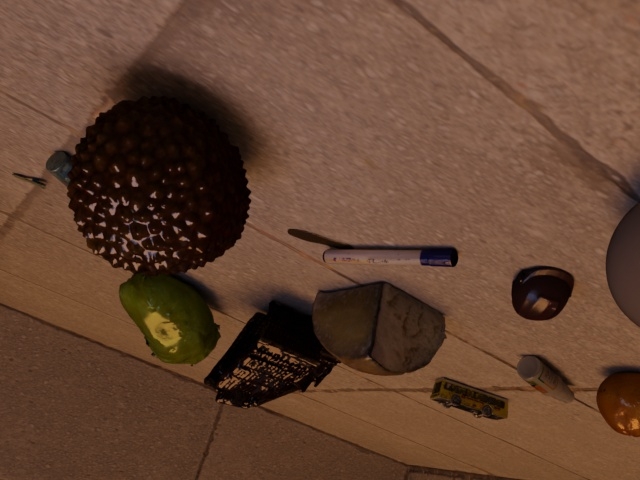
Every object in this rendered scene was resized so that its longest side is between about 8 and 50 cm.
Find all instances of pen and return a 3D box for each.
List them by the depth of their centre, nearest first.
[{"bbox_3d":[0.123,0.030,1.185,0.269,0.033,0.033,1,151,33],"label":"pen"}]

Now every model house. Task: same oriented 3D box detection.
[{"bbox_3d":[-0.089,0.325,1.652,0.317,0.297,0.282,28,160,-19],"label":"model house"}]

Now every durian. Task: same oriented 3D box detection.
[{"bbox_3d":[-0.420,0.210,1.745,0.256,0.204,0.339,25,157,11],"label":"durian"}]

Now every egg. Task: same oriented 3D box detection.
[{"bbox_3d":[0.447,0.025,0.783,0.176,0.176,0.231,4,144,28],"label":"egg"}]

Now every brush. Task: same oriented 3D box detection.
[{"bbox_3d":[-0.625,-0.130,1.365,0.084,0.013,0.016,19,164,15],"label":"brush"}]

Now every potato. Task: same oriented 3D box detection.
[{"bbox_3d":[0.110,0.222,1.421,0.211,0.189,0.264,32,152,-32],"label":"potato"}]

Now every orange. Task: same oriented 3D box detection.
[{"bbox_3d":[0.697,0.367,1.413,0.159,0.136,0.159,15,159,6],"label":"orange"}]

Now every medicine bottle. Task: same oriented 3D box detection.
[{"bbox_3d":[0.550,0.344,1.568,0.221,0.061,0.092,35,175,-36],"label":"medicine bottle"}]

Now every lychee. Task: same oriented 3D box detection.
[{"bbox_3d":[-0.230,-0.084,0.929,0.268,0.267,0.267,14,156,6],"label":"lychee"}]

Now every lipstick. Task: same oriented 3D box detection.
[{"bbox_3d":[-0.473,-0.112,1.257,0.048,0.048,0.158,6,153,25],"label":"lipstick"}]

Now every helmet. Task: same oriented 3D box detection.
[{"bbox_3d":[0.387,0.101,1.119,0.098,0.070,0.123,18,157,-1],"label":"helmet"}]

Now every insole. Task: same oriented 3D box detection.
[{"bbox_3d":[0.000,0.000,1.242,0.135,0.002,0.045,16,157,1],"label":"insole"}]

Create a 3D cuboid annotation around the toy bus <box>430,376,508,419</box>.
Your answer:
[{"bbox_3d":[0.449,0.482,1.908,0.226,0.074,0.081,19,157,-5],"label":"toy bus"}]
